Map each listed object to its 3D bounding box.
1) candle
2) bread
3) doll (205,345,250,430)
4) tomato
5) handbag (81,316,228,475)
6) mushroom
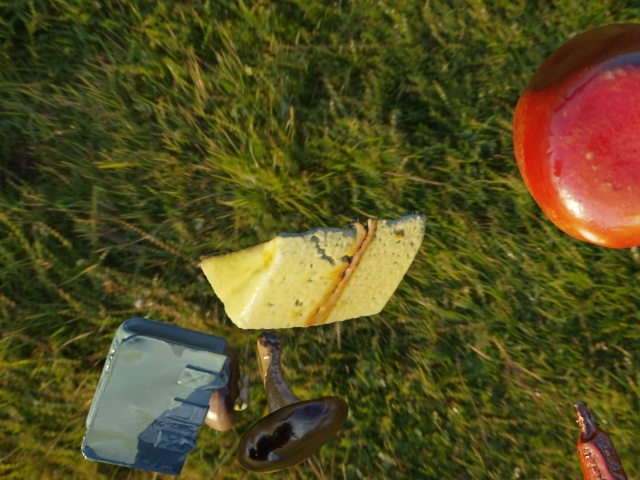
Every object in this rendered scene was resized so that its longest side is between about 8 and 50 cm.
[{"bbox_3d":[0.284,0.233,1.034,0.048,0.053,0.162,0,67,-42],"label":"candle"},{"bbox_3d":[0.000,0.000,1.269,0.135,0.240,0.178,56,133,31],"label":"bread"},{"bbox_3d":[-0.163,0.255,1.853,0.096,0.188,0.145,5,89,7],"label":"doll"},{"bbox_3d":[0.446,-0.159,1.550,0.325,0.293,0.290,-37,108,20],"label":"tomato"},{"bbox_3d":[-0.239,0.231,1.558,0.179,0.062,0.229,15,114,-16],"label":"handbag"},{"bbox_3d":[-0.070,0.257,1.756,0.227,0.148,0.217,-40,58,28],"label":"mushroom"}]
